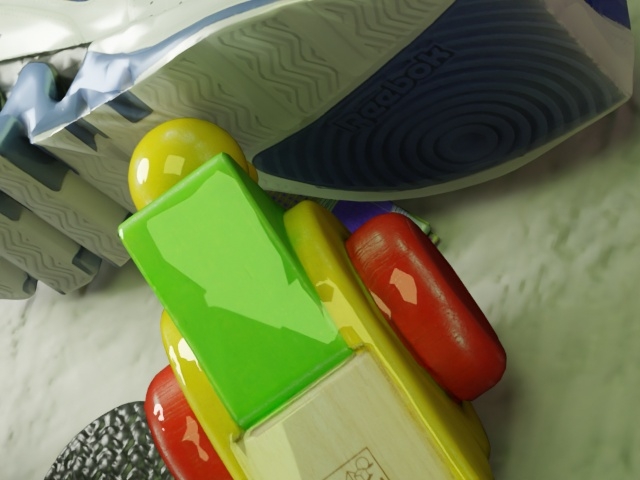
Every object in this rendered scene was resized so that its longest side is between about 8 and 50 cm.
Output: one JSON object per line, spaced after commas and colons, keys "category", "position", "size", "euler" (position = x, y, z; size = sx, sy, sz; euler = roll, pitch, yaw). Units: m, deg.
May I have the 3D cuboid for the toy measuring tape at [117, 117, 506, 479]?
{"category": "toy measuring tape", "position": [0.036, 0.097, 0.512], "size": [0.121, 0.121, 0.330], "euler": [-36, 75, 7]}

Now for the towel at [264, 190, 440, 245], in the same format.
{"category": "towel", "position": [0.000, 0.000, 0.619], "size": [0.083, 0.009, 0.060], "euler": [35, 83, 37]}

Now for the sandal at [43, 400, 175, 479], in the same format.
{"category": "sandal", "position": [-0.071, 0.148, 0.564], "size": [0.067, 0.040, 0.179], "euler": [-7, 75, 31]}

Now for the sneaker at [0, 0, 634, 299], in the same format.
{"category": "sneaker", "position": [-0.047, -0.103, 0.619], "size": [0.316, 0.127, 0.182], "euler": [-14, 56, 27]}
